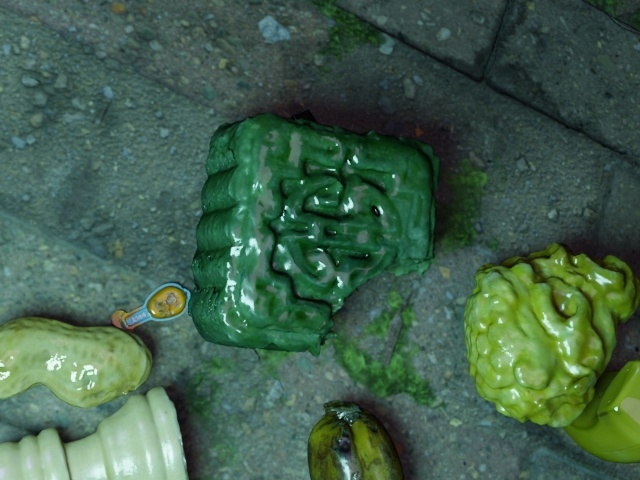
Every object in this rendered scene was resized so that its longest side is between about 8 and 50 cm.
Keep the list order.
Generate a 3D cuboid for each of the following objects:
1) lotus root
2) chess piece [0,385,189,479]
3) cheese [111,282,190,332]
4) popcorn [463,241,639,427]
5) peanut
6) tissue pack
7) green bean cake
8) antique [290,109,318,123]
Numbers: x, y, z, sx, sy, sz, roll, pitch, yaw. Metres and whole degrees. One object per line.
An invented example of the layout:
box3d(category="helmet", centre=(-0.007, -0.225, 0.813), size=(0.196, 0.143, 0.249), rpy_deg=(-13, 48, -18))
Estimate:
box3d(category="lotus root", centre=(0.048, 0.309, 1.310), size=(0.120, 0.120, 0.209), rpy_deg=(-11, 80, -22))
box3d(category="chess piece", centre=(-0.319, 0.281, 1.194), size=(0.307, 0.124, 0.138), rpy_deg=(-12, 111, -19))
box3d(category="cheese", centre=(-0.221, 0.091, 1.325), size=(0.111, 0.017, 0.047), rpy_deg=(-27, 83, -23))
box3d(category="popcorn", centre=(0.309, 0.114, 1.425), size=(0.225, 0.173, 0.286), rpy_deg=(34, 66, 0))
box3d(category="peanut", centre=(-0.321, 0.148, 1.232), size=(0.230, 0.103, 0.098), rpy_deg=(7, 118, -15))
box3d(category="tissue pack", centre=(0.434, 0.250, 1.424), size=(0.127, 0.178, 0.123), rpy_deg=(42, 68, -2))
box3d(category="green bean cake", centre=(0.000, 0.000, 1.325), size=(0.308, 0.169, 0.300), rpy_deg=(7, 85, -24))
box3d(category="antique", centre=(0.021, -0.106, 1.466), size=(0.031, 0.015, 0.192), rpy_deg=(-32, 88, -24))
